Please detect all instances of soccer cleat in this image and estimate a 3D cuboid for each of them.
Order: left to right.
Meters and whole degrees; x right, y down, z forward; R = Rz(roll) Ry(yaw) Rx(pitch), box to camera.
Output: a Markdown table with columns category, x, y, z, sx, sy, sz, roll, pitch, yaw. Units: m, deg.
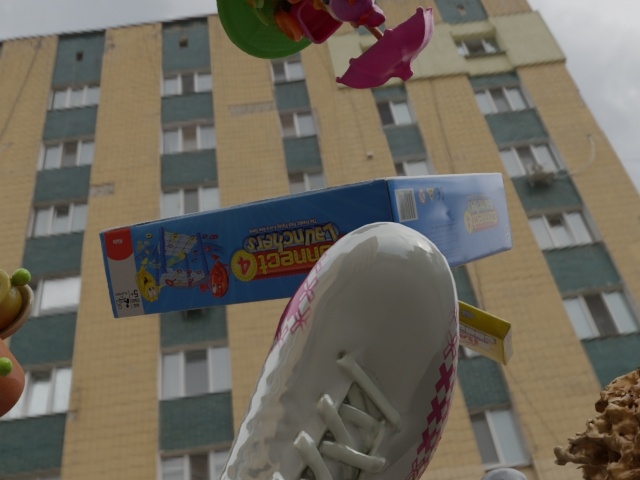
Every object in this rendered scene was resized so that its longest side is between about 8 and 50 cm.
| category | x | y | z | sx | sy | sz | roll | pitch | yaw |
| --- | --- | --- | --- | --- | --- | --- | --- | --- | --- |
| soccer cleat | -0.005 | 0.151 | 0.478 | 0.116 | 0.143 | 0.331 | 22 | -84 | 2 |

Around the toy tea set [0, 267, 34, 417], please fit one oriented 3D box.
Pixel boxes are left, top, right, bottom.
| category | x | y | z | sx | sy | sz | roll | pitch | yaw |
| --- | --- | --- | --- | --- | --- | --- | --- | --- | --- |
| toy tea set | -0.467 | 0.133 | 0.910 | 0.336 | 0.200 | 0.124 | -26 | -42 | -1 |

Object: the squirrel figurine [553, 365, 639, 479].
| category | x | y | z | sx | sy | sz | roll | pitch | yaw |
| --- | --- | --- | --- | --- | --- | --- | --- | --- | --- |
| squirrel figurine | 0.358 | 0.147 | 0.515 | 0.397 | 0.370 | 0.281 | 12 | -37 | -22 |

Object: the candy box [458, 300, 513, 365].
| category | x | y | z | sx | sy | sz | roll | pitch | yaw |
| --- | --- | --- | --- | --- | --- | --- | --- | --- | --- |
| candy box | 0.131 | 0.084 | 1.033 | 0.206 | 0.027 | 0.105 | 23 | -15 | 23 |

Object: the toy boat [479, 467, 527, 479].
| category | x | y | z | sx | sy | sz | roll | pitch | yaw |
| --- | --- | --- | --- | --- | --- | --- | --- | --- | --- |
| toy boat | 0.118 | 0.350 | 0.973 | 0.267 | 0.148 | 0.318 | 19 | -30 | -33 |

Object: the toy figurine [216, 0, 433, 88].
| category | x | y | z | sx | sy | sz | roll | pitch | yaw |
| --- | --- | --- | --- | --- | --- | --- | --- | --- | --- |
| toy figurine | 0.010 | -0.180 | 0.624 | 0.130 | 0.159 | 0.173 | -44 | -39 | -8 |

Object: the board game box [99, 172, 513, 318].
| category | x | y | z | sx | sy | sz | roll | pitch | yaw |
| --- | --- | --- | --- | --- | --- | --- | --- | --- | --- |
| board game box | 0.000 | 0.000 | 0.861 | 0.302 | 0.086 | 0.308 | -9 | 0 | 30 |
